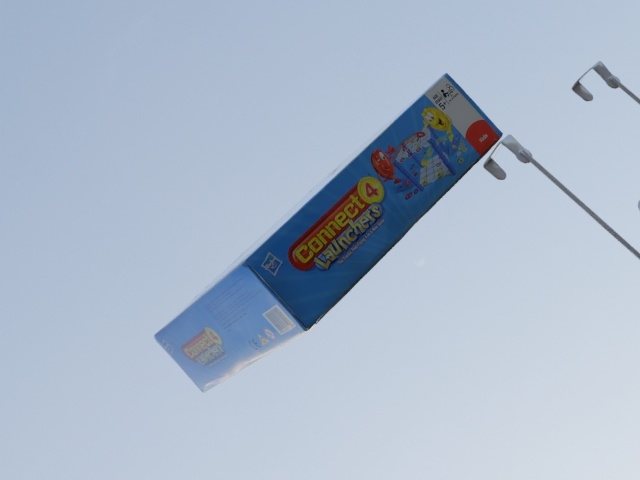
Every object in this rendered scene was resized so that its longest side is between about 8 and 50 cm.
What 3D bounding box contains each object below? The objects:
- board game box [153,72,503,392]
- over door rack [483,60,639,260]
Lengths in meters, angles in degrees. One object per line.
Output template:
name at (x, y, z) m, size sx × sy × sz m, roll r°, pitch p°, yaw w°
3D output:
board game box at (0.000, 0.000, 1.346) m, size 0.086 × 0.308 × 0.302 m, roll 47°, pitch -119°, yaw -3°
over door rack at (0.395, -0.090, 1.585) m, size 0.239 × 0.324 × 0.108 m, roll -38°, pitch -26°, yaw -37°
